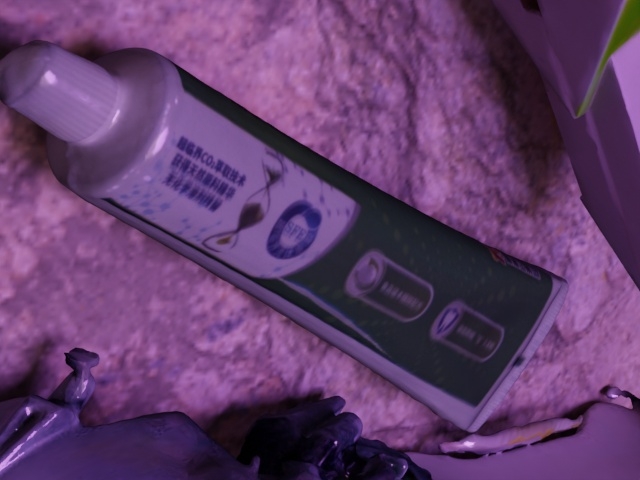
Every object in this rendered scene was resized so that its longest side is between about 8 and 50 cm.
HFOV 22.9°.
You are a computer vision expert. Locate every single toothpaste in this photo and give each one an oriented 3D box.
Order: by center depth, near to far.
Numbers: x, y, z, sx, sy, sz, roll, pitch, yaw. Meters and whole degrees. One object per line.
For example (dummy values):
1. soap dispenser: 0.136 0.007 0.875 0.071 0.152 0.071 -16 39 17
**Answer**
1. toothpaste: 0.000 0.000 0.714 0.392 0.061 0.099 30 94 -50

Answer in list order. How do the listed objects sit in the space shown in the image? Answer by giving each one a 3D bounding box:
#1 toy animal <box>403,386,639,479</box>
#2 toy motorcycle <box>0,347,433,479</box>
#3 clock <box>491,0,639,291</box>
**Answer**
1. toy animal: 0.140 0.236 0.898 0.249 0.174 0.289 -26 129 -25
2. toy motorcycle: -0.058 0.119 0.695 0.270 0.159 0.106 -14 136 -53
3. clock: 0.199 -0.131 0.715 0.235 0.166 0.309 -39 131 -15
